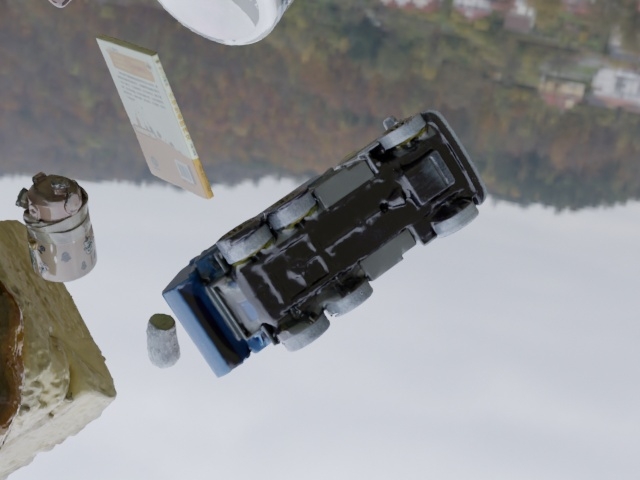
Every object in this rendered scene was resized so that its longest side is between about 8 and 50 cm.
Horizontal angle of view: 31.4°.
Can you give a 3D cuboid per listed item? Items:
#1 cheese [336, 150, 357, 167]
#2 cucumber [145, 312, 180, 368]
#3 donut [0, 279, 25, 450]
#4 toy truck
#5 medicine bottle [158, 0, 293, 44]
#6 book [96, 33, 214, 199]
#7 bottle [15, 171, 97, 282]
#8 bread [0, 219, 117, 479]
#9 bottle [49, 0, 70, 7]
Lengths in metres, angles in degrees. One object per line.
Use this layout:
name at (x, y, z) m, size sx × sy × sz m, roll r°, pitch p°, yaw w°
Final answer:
cheese at (0.054, -0.028, 2.022) m, size 0.071 × 0.249 × 0.163 m, roll 2°, pitch 142°, yaw 24°
cucumber at (-0.305, 0.192, 2.196) m, size 0.064 × 0.112 × 0.064 m, roll -1°, pitch -142°, yaw 1°
donut at (-0.510, 0.139, 1.414) m, size 0.330 × 0.330 × 0.160 m, roll 3°, pitch 149°, yaw -36°
toy truck at (0.000, 0.000, 1.272) m, size 0.367 × 0.146 × 0.175 m, roll -34°, pitch -171°, yaw -15°
medicine bottle at (-0.045, -0.297, 1.005) m, size 0.139 × 0.237 × 0.139 m, roll 24°, pitch 151°, yaw 15°
book at (-0.298, -0.221, 2.045) m, size 0.020 × 0.295 × 0.208 m, roll -34°, pitch -144°, yaw -24°
bottle at (-0.357, -0.027, 1.540) m, size 0.099 × 0.152 × 0.099 m, roll -1°, pitch -141°, yaw 1°
bread at (-0.582, 0.192, 1.820) m, size 0.390 × 0.371 × 0.279 m, roll 59°, pitch -174°, yaw 22°
bottle at (-0.409, -0.458, 1.923) m, size 0.053 × 0.140 × 0.053 m, roll 44°, pitch -171°, yaw -9°
